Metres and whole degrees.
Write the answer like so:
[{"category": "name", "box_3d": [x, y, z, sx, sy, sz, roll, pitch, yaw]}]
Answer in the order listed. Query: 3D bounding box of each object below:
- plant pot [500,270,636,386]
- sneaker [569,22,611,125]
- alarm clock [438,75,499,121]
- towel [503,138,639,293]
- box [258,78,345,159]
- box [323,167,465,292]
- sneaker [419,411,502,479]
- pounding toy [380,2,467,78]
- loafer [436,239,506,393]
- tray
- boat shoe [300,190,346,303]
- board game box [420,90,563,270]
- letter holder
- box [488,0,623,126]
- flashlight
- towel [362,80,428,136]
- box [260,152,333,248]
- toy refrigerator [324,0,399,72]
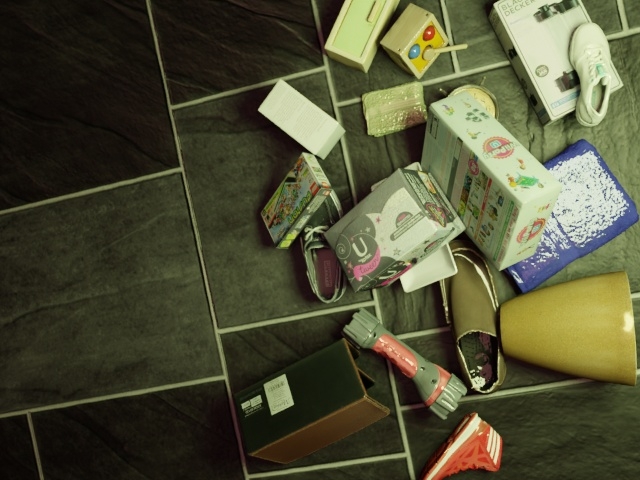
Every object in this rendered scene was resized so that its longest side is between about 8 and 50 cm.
[{"category": "plant pot", "box_3d": [0.524, 0.190, 1.269, 0.254, 0.237, 0.237, -5, 91, 22]}, {"category": "sneaker", "box_3d": [0.563, -0.346, 1.208, 0.080, 0.094, 0.212, -5, 91, 11]}, {"category": "alarm clock", "box_3d": [0.343, -0.267, 1.352, 0.129, 0.064, 0.192, -12, 87, 10]}, {"category": "towel", "box_3d": [0.518, -0.054, 1.328, 0.308, 0.076, 0.228, -34, 89, 11]}, {"category": "box", "box_3d": [-0.041, -0.280, 1.384, 0.170, 0.130, 0.091, 38, 97, 6]}, {"category": "box", "box_3d": [0.156, -0.017, 1.293, 0.247, 0.142, 0.163, -41, 67, 33]}, {"category": "sneaker", "box_3d": [0.335, 0.521, 1.369, 0.128, 0.087, 0.221, 38, 99, 8]}, {"category": "pounding toy", "box_3d": [0.236, -0.444, 1.338, 0.130, 0.141, 0.100, -51, 55, 8]}, {"category": "loafer", "box_3d": [0.353, 0.176, 1.331, 0.133, 0.130, 0.366, -15, 89, 10]}, {"category": "tray", "box_3d": [0.216, -0.029, 1.358, 0.145, 0.030, 0.270, -27, 73, 38]}, {"category": "boat shoe", "box_3d": [0.000, 0.000, 1.400, 0.108, 0.102, 0.301, -5, 91, 10]}, {"category": "board game box", "box_3d": [0.332, -0.123, 1.217, 0.097, 0.224, 0.303, -23, 56, -13]}, {"category": "letter holder", "box_3d": [-0.013, 0.392, 1.406, 0.301, 0.214, 0.152, -29, 55, 9]}, {"category": "box", "box_3d": [0.513, -0.422, 1.306, 0.169, 0.087, 0.290, -25, 87, 9]}, {"category": "flashlight", "box_3d": [0.186, 0.280, 1.360, 0.304, 0.103, 0.103, 36, 70, 9]}, {"category": "towel", "box_3d": [0.176, -0.311, 1.398, 0.148, 0.027, 0.110, -12, 91, 10]}, {"category": "box", "box_3d": [-0.059, -0.090, 1.374, 0.207, 0.036, 0.114, -52, 52, 34]}, {"category": "toy refrigerator", "box_3d": [0.114, -0.541, 1.367, 0.102, 0.094, 0.270, 26, 95, 8]}]
